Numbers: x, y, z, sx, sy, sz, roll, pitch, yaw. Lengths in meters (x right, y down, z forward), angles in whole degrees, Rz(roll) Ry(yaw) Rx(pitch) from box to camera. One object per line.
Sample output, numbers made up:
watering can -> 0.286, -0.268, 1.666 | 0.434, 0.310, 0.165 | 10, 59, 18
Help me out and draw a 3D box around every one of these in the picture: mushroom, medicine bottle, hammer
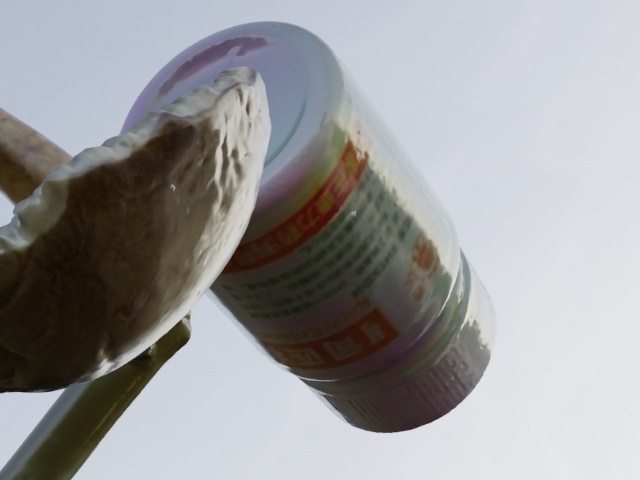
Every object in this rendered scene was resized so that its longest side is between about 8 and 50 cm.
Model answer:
mushroom -> -0.184, -0.034, 0.936 | 0.302, 0.208, 0.233 | 15, -24, -6
medicine bottle -> 0.000, 0.000, 1.646 | 0.219, 0.219, 0.388 | -21, -40, 16
hammer -> -0.194, 0.159, 1.324 | 0.305, 0.202, 0.113 | -49, -12, 1
